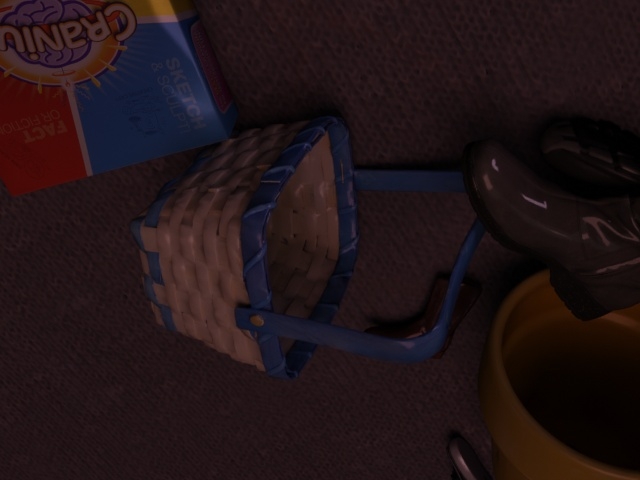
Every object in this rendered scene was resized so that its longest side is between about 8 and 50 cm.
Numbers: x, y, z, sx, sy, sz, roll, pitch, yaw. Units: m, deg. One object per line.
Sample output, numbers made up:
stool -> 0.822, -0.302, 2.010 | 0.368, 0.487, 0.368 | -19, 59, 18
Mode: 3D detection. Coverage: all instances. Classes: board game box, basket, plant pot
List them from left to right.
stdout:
board game box -> -0.243, -0.212, 0.749 | 0.242, 0.064, 0.316 | -13, 121, 14
basket -> 0.000, 0.000, 0.763 | 0.289, 0.255, 0.201 | 4, 124, 25
plant pot -> 0.284, 0.189, 0.875 | 0.254, 0.254, 0.239 | 5, 139, 2

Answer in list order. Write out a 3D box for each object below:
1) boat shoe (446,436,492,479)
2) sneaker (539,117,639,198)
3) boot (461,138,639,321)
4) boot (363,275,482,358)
boat shoe -> 0.191, 0.308, 1.062 | 0.040, 0.049, 0.142 | -24, 120, 20
sneaker -> 0.321, -0.027, 0.800 | 0.267, 0.101, 0.106 | 24, 124, -10
boot -> 0.251, -0.027, 0.727 | 0.246, 0.083, 0.161 | 40, 138, -26
boot -> 0.114, 0.078, 0.924 | 0.106, 0.037, 0.114 | 10, 128, -17
